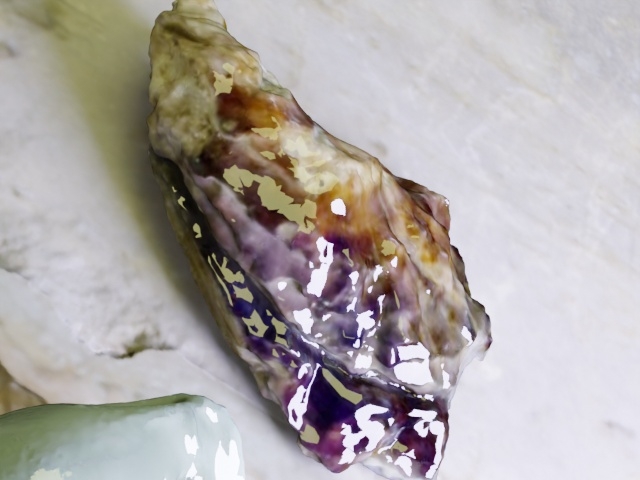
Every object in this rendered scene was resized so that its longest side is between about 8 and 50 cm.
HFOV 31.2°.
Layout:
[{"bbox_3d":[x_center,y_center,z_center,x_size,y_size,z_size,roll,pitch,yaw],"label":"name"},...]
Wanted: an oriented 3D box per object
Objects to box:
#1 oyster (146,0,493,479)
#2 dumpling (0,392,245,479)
[{"bbox_3d":[0.008,-0.004,0.697,0.271,0.100,0.275,25,46,-39],"label":"oyster"},{"bbox_3d":[-0.132,0.145,0.523,0.219,0.152,0.108,-18,31,-25],"label":"dumpling"}]
